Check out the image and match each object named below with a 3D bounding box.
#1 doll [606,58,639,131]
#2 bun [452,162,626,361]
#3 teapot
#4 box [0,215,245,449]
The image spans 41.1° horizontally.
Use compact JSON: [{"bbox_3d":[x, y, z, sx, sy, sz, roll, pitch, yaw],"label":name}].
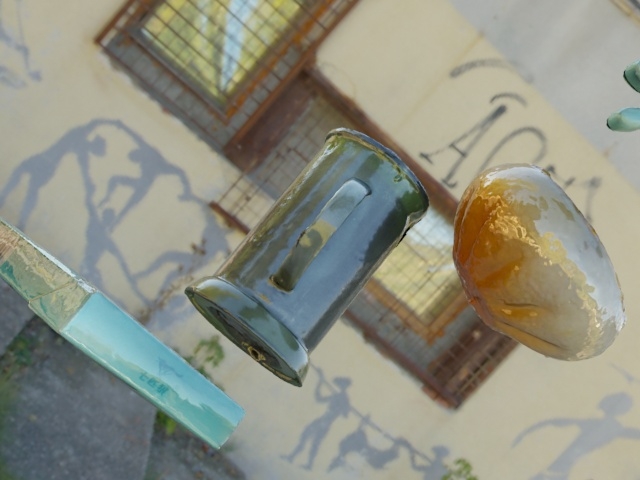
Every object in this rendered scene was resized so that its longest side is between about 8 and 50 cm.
[{"bbox_3d":[0.552,-0.200,1.392,0.159,0.159,0.059,16,-9,-8],"label":"doll"},{"bbox_3d":[0.278,0.046,1.191,0.299,0.165,0.299,62,-1,1],"label":"bun"},{"bbox_3d":[0.000,0.000,1.139,0.200,0.337,0.270,38,-16,5],"label":"teapot"},{"bbox_3d":[-0.172,0.063,0.656,0.229,0.041,0.162,23,-19,51],"label":"box"}]
